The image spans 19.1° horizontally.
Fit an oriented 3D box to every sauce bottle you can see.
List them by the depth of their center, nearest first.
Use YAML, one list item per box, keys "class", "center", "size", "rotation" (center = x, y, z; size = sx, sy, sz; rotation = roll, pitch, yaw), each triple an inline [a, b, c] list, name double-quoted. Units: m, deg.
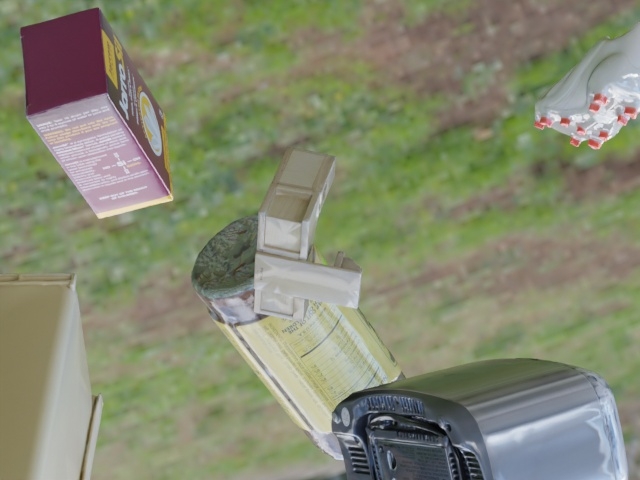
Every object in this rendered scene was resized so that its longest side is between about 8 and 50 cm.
- class: "sauce bottle"
  center: [0.011, 0.121, 1.706]
  size: [0.111, 0.111, 0.344]
  rotation: [-24, 128, 13]

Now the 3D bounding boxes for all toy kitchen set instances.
- class: "toy kitchen set"
  center: [0.000, 0.000, 1.219]
  size: [0.068, 0.075, 0.083]
  rotation: [12, 130, 8]

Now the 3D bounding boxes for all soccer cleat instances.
- class: "soccer cleat"
  center: [0.232, -0.126, 1.562]
  size: [0.068, 0.076, 0.196]
  rotation: [24, 169, -8]

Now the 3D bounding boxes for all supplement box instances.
- class: "supplement box"
  center: [-0.206, -0.116, 1.772]
  size: [0.080, 0.104, 0.188]
  rotation: [-14, 148, 9]

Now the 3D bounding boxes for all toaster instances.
- class: "toaster"
  center: [0.122, 0.156, 1.401]
  size: [0.146, 0.129, 0.227]
  rotation: [-16, -175, -30]

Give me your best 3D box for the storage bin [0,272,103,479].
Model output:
- class: "storage bin"
  center: [-0.287, 0.146, 1.222]
  size: [0.260, 0.262, 0.123]
  rotation: [-1, 126, 1]
